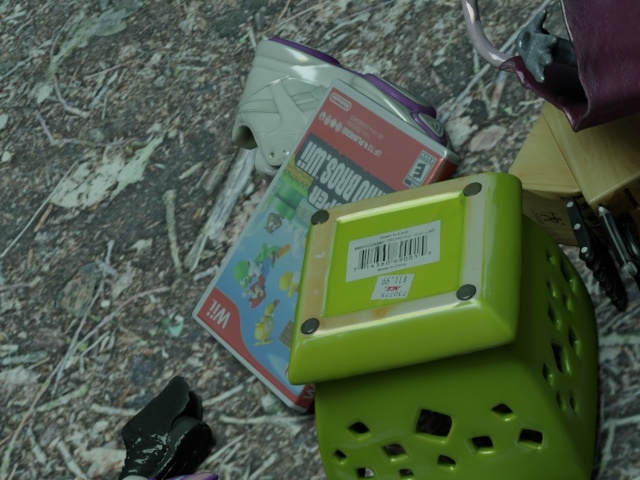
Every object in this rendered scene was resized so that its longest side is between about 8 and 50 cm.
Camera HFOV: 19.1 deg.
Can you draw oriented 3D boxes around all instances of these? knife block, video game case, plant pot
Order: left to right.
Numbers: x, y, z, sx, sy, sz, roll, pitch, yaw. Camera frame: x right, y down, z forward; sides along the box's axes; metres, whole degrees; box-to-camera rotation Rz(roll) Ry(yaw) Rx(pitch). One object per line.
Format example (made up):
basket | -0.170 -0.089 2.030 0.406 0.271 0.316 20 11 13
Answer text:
video game case | 0.000 0.000 1.853 0.204 0.025 0.285 38 99 49
plant pot | 0.097 0.079 1.616 0.228 0.207 0.227 -13 40 19
knife block | 0.302 -0.065 1.721 0.242 0.088 0.275 7 58 41

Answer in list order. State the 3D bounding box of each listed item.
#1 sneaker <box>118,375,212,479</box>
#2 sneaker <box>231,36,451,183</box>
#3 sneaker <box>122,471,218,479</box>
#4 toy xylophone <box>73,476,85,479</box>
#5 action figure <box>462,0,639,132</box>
sneaker | -0.168 0.211 1.861 0.170 0.051 0.089 -48 39 -18
sneaker | 0.020 -0.109 1.995 0.305 0.114 0.152 27 92 48
sneaker | -0.114 0.296 1.710 0.104 0.095 0.236 -17 44 2
toy xylophone | -0.255 0.324 1.665 0.236 0.081 0.323 -56 7 -12
action figure | 0.338 -0.173 1.680 0.276 0.370 0.248 166 105 -72
